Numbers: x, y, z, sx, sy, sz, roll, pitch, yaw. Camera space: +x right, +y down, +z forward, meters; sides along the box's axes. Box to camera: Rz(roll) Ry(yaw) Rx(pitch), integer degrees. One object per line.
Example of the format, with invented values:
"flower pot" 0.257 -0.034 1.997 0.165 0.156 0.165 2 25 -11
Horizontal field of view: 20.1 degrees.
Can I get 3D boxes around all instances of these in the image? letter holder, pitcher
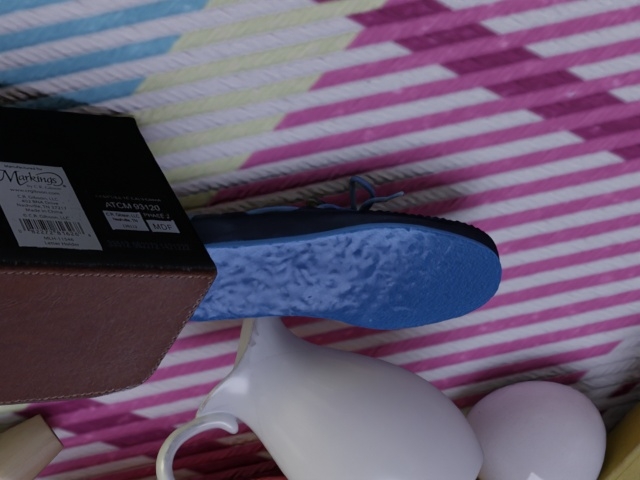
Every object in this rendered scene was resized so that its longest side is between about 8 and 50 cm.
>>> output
"letter holder" -0.260 0.037 1.148 0.302 0.152 0.214 3 133 -39
"pitcher" -0.001 0.157 1.332 0.207 0.177 0.125 33 168 0

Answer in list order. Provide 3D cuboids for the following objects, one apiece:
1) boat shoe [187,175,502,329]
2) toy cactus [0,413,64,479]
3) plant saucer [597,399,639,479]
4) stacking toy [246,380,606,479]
"boat shoe" 0.000 0.000 1.290 0.258 0.089 0.109 5 120 -11
"toy cactus" -0.286 0.203 1.423 0.180 0.112 0.219 -36 117 -9
"plant saucer" 0.350 0.222 1.592 0.333 0.081 0.333 13 130 -30
"stacking toy" 0.033 0.280 1.477 0.480 0.350 0.350 -36 135 -6
